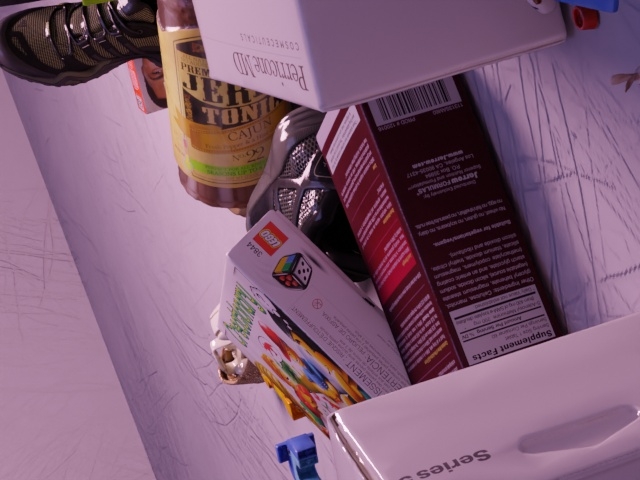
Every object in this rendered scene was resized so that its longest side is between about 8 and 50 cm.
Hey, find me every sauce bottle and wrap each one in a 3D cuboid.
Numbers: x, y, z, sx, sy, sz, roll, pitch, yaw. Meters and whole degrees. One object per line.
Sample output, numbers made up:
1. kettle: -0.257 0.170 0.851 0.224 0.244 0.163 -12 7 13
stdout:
1. sauce bottle: -0.082 -0.177 1.323 0.344 0.111 0.111 85 160 -46

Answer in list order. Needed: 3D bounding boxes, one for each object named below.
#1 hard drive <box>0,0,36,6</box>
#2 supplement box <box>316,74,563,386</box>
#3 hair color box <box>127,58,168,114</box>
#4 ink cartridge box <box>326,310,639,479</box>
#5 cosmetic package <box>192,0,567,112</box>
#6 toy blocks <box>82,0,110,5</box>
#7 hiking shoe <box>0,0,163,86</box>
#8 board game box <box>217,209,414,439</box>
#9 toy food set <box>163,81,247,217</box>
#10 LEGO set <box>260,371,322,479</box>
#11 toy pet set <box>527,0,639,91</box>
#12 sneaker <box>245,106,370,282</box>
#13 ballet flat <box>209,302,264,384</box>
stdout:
1. hard drive: -0.316 -0.393 1.408 0.339 0.064 0.237 72 -169 -64
2. supplement box: 0.078 0.009 1.031 0.130 0.073 0.239 120 131 -72
3. hair color box: -0.173 -0.212 1.698 0.043 0.072 0.141 -142 36 -65
4. ink cartridge box: 0.129 0.191 0.806 0.115 0.198 0.273 -130 27 -58
5. cosmetic package: -0.006 -0.269 0.852 0.197 0.155 0.366 -157 51 -66
6. toy blocks: -0.216 -0.437 1.446 0.261 0.190 0.381 -112 11 -63
7. hiking shoe: -0.196 -0.209 1.492 0.114 0.226 0.086 108 150 -60
8. board game box: 0.008 0.091 1.227 0.193 0.053 0.305 44 168 6
9. toy food set: -0.093 -0.085 1.642 0.192 0.038 0.132 48 159 47
10. LEGO set: -0.011 0.141 1.489 0.093 0.087 0.227 -136 32 -60
11. toy pet set: 0.126 -0.104 0.736 0.114 0.065 0.122 87 159 -44
12. sneaker: 0.000 0.000 1.280 0.227 0.087 0.130 112 145 -60
13. ballet flat: -0.087 0.101 1.759 0.206 0.067 0.073 92 157 -52
